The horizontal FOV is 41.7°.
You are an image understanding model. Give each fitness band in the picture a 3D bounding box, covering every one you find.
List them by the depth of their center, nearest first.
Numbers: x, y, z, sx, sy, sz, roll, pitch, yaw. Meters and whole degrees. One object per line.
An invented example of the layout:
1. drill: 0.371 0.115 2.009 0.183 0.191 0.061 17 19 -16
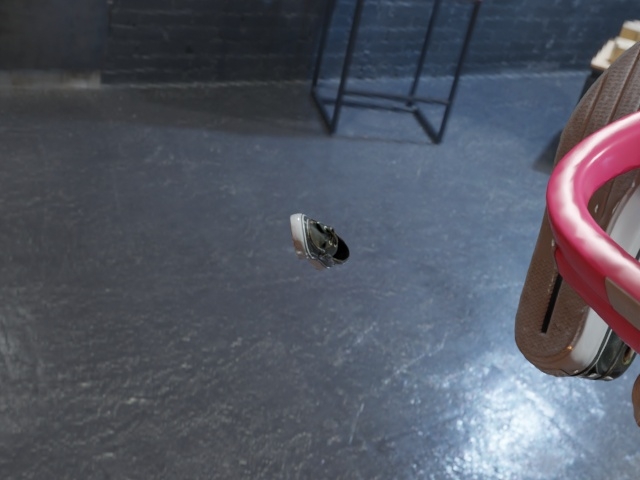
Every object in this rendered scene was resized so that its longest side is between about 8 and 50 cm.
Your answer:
1. fitness band: 0.267 -0.005 0.515 0.209 0.054 0.291 -26 33 -4

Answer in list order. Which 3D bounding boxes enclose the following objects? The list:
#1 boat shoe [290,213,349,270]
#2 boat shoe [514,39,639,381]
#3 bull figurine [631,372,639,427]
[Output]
1. boat shoe: 0.000 0.000 0.904 0.040 0.049 0.142 -11 -14 10
2. boat shoe: 0.286 -0.027 0.794 0.119 0.335 0.121 20 4 -37
3. bull figurine: 0.269 0.016 0.475 0.101 0.310 0.188 24 54 12
